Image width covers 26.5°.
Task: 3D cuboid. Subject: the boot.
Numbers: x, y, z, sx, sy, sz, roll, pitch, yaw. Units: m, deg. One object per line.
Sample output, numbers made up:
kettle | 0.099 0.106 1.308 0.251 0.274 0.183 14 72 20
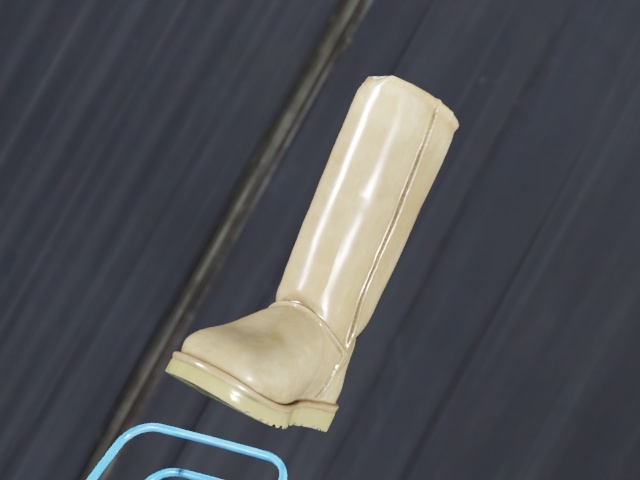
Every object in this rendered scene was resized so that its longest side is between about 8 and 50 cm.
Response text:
boot | 0.000 0.000 1.007 0.089 0.269 0.236 23 178 18

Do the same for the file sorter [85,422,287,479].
file sorter | -0.061 0.196 0.737 0.118 0.104 0.170 9 136 31
